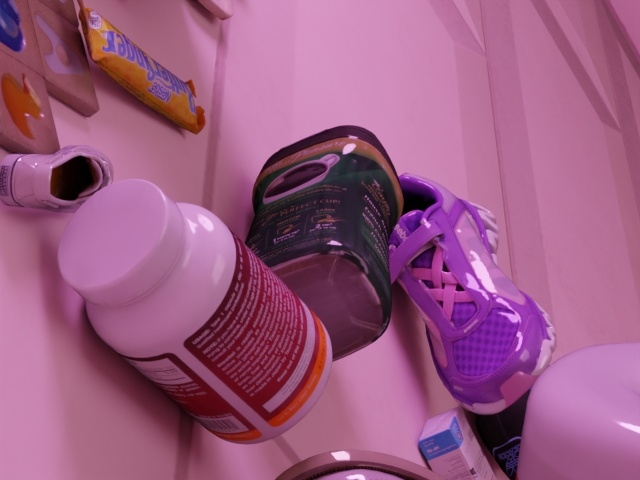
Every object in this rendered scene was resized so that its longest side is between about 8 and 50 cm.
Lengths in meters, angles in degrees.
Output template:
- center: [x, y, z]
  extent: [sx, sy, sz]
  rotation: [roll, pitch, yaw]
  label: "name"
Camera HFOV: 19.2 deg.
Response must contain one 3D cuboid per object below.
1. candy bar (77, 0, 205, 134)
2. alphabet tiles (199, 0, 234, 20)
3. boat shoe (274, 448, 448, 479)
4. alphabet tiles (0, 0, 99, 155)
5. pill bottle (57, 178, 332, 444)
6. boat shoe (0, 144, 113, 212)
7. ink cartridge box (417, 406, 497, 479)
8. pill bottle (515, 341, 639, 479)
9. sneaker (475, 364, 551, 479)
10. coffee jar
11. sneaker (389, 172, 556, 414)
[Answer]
- center: [-0.107, -0.101, 1.116]
  extent: [0.161, 0.018, 0.040]
  rotation: [35, 34, -65]
  label: "candy bar"
- center: [-0.129, -0.296, 1.316]
  extent: [0.284, 0.021, 0.278]
  rotation: [35, 38, -57]
  label: "alphabet tiles"
- center: [0.070, 0.235, 1.047]
  extent: [0.302, 0.113, 0.103]
  rotation: [53, 16, -35]
  label: "boat shoe"
- center: [-0.221, -0.190, 0.944]
  extent: [0.342, 0.011, 0.285]
  rotation: [32, 37, -59]
  label: "alphabet tiles"
- center: [-0.064, 0.035, 0.967]
  extent: [0.152, 0.086, 0.086]
  rotation: [47, 25, -45]
  label: "pill bottle"
- center: [-0.123, -0.031, 0.952]
  extent: [0.100, 0.035, 0.035]
  rotation: [-1, 95, -69]
  label: "boat shoe"
- center: [0.103, 0.168, 1.360]
  extent: [0.083, 0.028, 0.048]
  rotation: [62, 18, -7]
  label: "ink cartridge box"
- center: [0.192, 0.271, 0.938]
  extent: [0.229, 0.229, 0.407]
  rotation: [-35, 132, -72]
  label: "pill bottle"
- center: [0.205, 0.147, 1.545]
  extent: [0.232, 0.081, 0.090]
  rotation: [-5, 68, -50]
  label: "sneaker"
- center: [0.000, 0.000, 1.178]
  extent: [0.079, 0.096, 0.184]
  rotation: [60, 19, -24]
  label: "coffee jar"
- center: [0.094, 0.031, 1.405]
  extent: [0.104, 0.095, 0.236]
  rotation: [43, 16, -35]
  label: "sneaker"
